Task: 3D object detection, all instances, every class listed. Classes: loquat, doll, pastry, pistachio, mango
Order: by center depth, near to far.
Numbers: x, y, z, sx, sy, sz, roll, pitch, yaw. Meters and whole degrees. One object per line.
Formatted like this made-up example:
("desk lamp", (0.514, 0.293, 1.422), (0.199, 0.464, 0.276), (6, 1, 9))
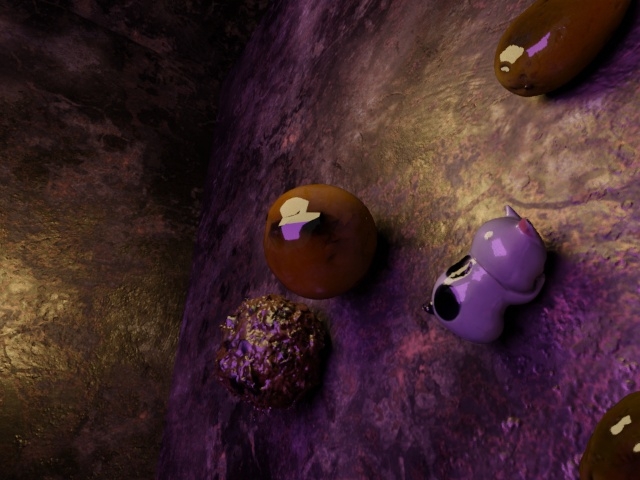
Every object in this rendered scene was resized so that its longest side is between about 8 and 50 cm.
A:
("pistachio", (0.301, 0.198, 0.406), (0.190, 0.100, 0.110), (-61, 23, 20))
("doll", (0.229, 0.050, 0.612), (0.181, 0.106, 0.110), (-54, 12, 18))
("mango", (0.333, -0.292, 0.633), (0.195, 0.098, 0.137), (-51, 31, 25))
("loquat", (0.000, 0.000, 0.908), (0.235, 0.234, 0.235), (-37, 44, 46))
("pastry", (-0.104, 0.249, 1.017), (0.274, 0.193, 0.275), (-19, 50, 25))
